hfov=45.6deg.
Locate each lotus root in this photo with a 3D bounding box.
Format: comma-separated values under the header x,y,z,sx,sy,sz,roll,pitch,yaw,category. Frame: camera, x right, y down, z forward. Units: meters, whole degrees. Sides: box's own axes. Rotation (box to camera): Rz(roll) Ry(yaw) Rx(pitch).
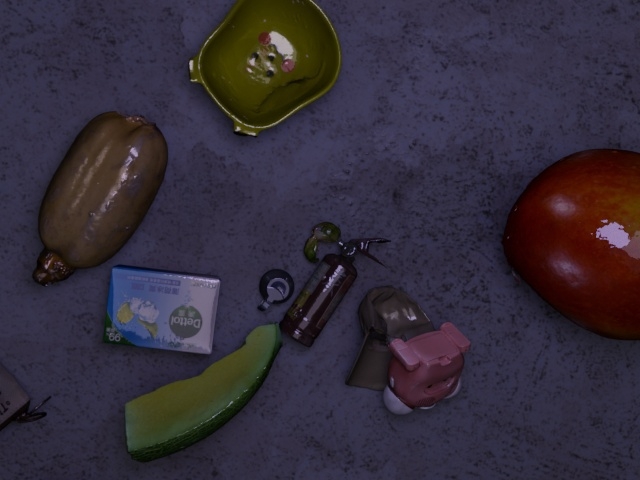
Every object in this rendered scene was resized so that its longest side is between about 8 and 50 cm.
x,y,z,sx,sy,sz,roll,pitch,yaw,category
-0.389,-0.067,1.327,0.169,0.151,0.342,30,93,7,lotus root

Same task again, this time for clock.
x,y,z,sx,sy,sz,roll,pitch,yaw,category
0.199,0.251,1.413,0.166,0.092,0.162,-15,130,-23,clock

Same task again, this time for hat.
x,y,z,sx,sy,sz,roll,pitch,yaw,category
0.106,0.187,1.449,0.166,0.144,0.173,17,133,-36,hat

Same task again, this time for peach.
x,y,z,sx,sy,sz,roll,pitch,yaw,category
0.516,0.006,1.362,0.370,0.370,0.369,0,93,-7,peach

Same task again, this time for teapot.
x,y,z,sx,sy,sz,roll,pitch,yaw,category
-0.087,0.096,1.417,0.066,0.057,0.088,38,87,-7,teapot

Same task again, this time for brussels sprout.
x,y,z,sx,sy,sz,roll,pitch,yaw,category
-0.001,0.000,1.429,0.051,0.046,0.083,43,89,12,brussels sprout

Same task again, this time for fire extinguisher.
x,y,z,sx,sy,sz,roll,pitch,yaw,category
0.033,0.086,1.424,0.106,0.075,0.252,35,87,-8,fire extinguisher

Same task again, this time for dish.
x,y,z,sx,sy,sz,roll,pitch,yaw,category
-0.098,-0.317,1.369,0.262,0.108,0.221,-43,97,-5,dish

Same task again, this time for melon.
x,y,z,sx,sy,sz,roll,pitch,yaw,category
-0.191,0.271,1.354,0.324,0.196,0.124,-30,86,-8,melon

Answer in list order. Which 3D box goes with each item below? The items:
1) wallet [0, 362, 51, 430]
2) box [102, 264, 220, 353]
x,y,z,sx,sy,sz,roll,pitch,yaw,category
-0.636,0.255,1.251,0.068,0.335,0.274,-38,91,28,wallet
-0.286,0.124,1.384,0.194,0.073,0.139,7,92,-8,box
